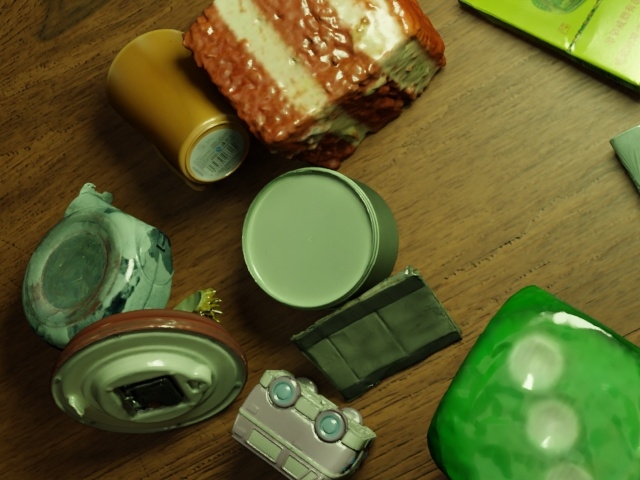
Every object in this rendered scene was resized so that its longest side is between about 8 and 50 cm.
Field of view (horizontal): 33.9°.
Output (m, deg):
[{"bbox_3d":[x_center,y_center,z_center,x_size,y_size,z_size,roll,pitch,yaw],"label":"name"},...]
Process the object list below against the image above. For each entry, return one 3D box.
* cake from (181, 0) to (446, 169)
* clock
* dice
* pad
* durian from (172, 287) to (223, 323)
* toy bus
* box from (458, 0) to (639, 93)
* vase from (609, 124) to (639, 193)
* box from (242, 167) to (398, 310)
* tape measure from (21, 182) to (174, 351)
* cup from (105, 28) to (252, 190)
[{"bbox_3d":[0.003,-0.303,1.653,0.319,0.269,0.270,-40,76,12],"label":"cake"},{"bbox_3d":[-0.274,0.227,1.697,0.318,0.318,0.080,-23,48,14],"label":"clock"},{"bbox_3d":[0.347,0.255,1.505,0.300,0.287,0.297,32,96,17],"label":"dice"},{"bbox_3d":[0.094,0.153,1.677,0.233,0.022,0.174,-32,121,14],"label":"pad"},{"bbox_3d":[-0.242,0.181,1.767,0.252,0.139,0.144,-30,85,30],"label":"durian"},{"bbox_3d":[-0.025,0.311,1.695,0.202,0.142,0.142,33,91,17],"label":"toy bus"},{"bbox_3d":[0.397,-0.383,1.628,0.335,0.047,0.187,33,93,24],"label":"box"},{"bbox_3d":[0.521,-0.069,1.577,0.096,0.096,0.219,-23,84,15],"label":"vase"},{"bbox_3d":[0.000,0.000,1.699,0.226,0.149,0.226,-1,86,18],"label":"box"},{"bbox_3d":[-0.372,0.067,1.787,0.256,0.147,0.275,26,83,38],"label":"tape measure"},{"bbox_3d":[-0.231,-0.200,1.743,0.264,0.182,0.226,50,146,37],"label":"cup"}]
